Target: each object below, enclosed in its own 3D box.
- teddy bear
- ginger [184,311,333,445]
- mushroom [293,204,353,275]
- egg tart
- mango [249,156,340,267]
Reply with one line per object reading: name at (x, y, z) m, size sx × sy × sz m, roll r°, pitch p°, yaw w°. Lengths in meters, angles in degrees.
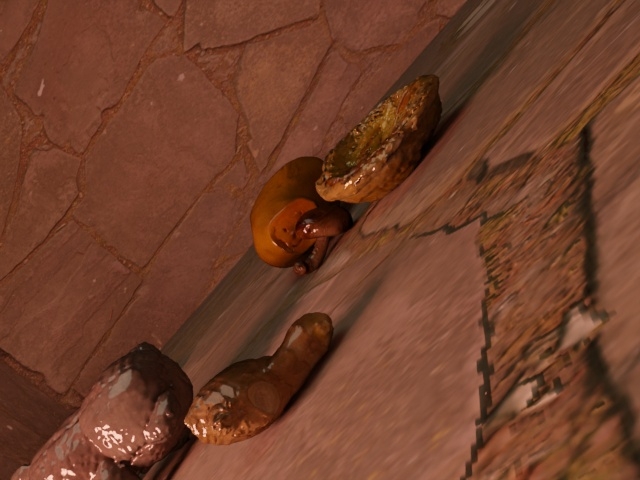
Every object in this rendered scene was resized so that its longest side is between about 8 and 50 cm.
teddy bear at (-0.276, 0.267, 0.931) m, size 0.267 × 0.151 × 0.236 m, roll -46°, pitch 36°, yaw -1°
ginger at (-0.053, 0.133, 0.663) m, size 0.165 × 0.067 × 0.096 m, roll -39°, pitch 1°, yaw -26°
mushroom at (-0.005, -0.008, 1.070) m, size 0.088 × 0.073 × 0.129 m, roll 10°, pitch 58°, yaw 51°
egg tart at (0.098, -0.135, 1.016) m, size 0.232 × 0.098 × 0.252 m, roll -35°, pitch 19°, yaw 41°
mango at (-0.048, -0.050, 1.271) m, size 0.187 × 0.144 × 0.359 m, roll -51°, pitch 9°, yaw 25°
